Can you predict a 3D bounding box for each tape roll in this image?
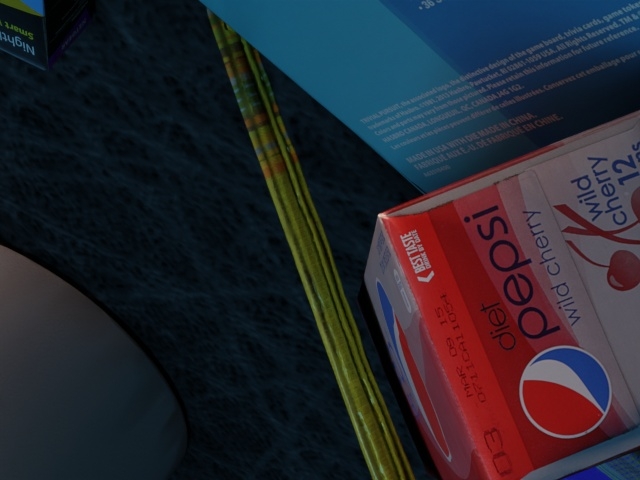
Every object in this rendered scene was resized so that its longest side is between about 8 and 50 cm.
[{"bbox_3d":[-0.231,0.135,0.956,0.246,0.169,0.246,23,145,17],"label":"tape roll"}]

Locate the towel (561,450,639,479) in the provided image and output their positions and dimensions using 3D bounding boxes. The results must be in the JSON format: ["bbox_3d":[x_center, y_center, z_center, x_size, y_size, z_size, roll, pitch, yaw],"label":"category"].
[{"bbox_3d":[0.136,0.113,0.687,0.083,0.009,0.060,42,148,-12],"label":"towel"}]

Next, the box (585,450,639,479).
[{"bbox_3d":[0.210,0.100,0.652,0.179,0.043,0.105,21,145,17],"label":"box"}]

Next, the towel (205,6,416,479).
[{"bbox_3d":[0.000,0.000,0.591,0.102,0.021,0.237,-62,-47,-85],"label":"towel"}]

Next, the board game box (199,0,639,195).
[{"bbox_3d":[0.005,-0.162,0.413,0.336,0.079,0.254,39,152,-21],"label":"board game box"}]

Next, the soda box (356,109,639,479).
[{"bbox_3d":[0.068,0.034,0.530,0.263,0.083,0.092,91,157,-82],"label":"soda box"}]

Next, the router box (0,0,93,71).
[{"bbox_3d":[-0.187,-0.167,0.656,0.179,0.046,0.133,26,146,12],"label":"router box"}]
